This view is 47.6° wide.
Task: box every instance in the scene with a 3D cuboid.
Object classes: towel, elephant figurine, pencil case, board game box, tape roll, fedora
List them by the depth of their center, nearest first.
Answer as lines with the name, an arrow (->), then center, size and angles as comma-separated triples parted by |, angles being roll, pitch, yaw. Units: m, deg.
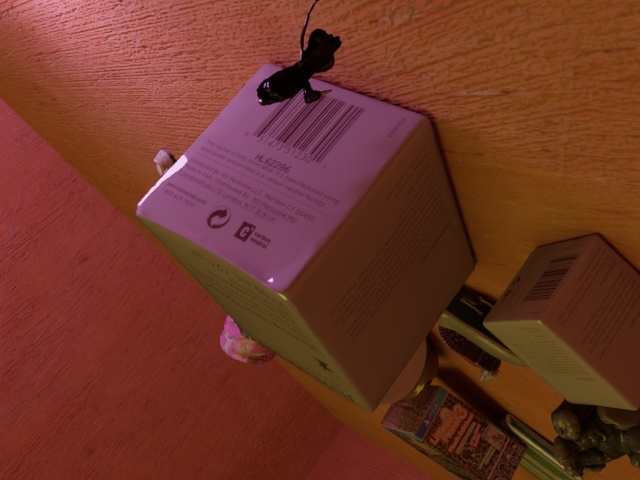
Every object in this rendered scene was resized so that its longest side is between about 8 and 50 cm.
elephant figurine -> 0.525, 0.321, 1.210 | 0.239, 0.186, 0.169 | -14, 167, 39
tape roll -> 0.107, 0.257, 1.728 | 0.246, 0.246, 0.169 | 45, 162, -20
pencil case -> -0.151, 0.117, 1.782 | 0.167, 0.160, 0.386 | 32, 126, 29
fedora -> 0.238, 0.308, 1.817 | 0.079, 0.194, 0.194 | 8, 178, -27
board game box -> 0.344, 0.512, 1.905 | 0.291, 0.141, 0.232 | 35, 164, -8
towel -> 0.565, 0.571, 1.954 | 0.248, 0.038, 0.325 | 35, 164, 15

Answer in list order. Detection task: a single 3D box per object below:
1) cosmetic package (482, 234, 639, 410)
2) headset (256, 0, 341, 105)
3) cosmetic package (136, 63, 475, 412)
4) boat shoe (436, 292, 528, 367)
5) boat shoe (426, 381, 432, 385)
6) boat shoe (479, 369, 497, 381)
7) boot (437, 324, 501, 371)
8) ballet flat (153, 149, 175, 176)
cosmetic package -> 0.359, 0.114, 0.994 | 0.183, 0.151, 0.151 | 43, 163, -7
headset -> -0.002, -0.299, 0.631 | 0.243, 0.185, 0.394 | 34, 151, 19
cosmetic package -> 0.000, 0.000, 1.156 | 0.329, 0.327, 0.394 | 26, 160, 36
boat shoe -> 0.291, 0.149, 1.358 | 0.254, 0.079, 0.095 | 30, 163, 36
boat shoe -> 0.233, 0.343, 2.002 | 0.183, 0.066, 0.066 | 38, 162, -13
boat shoe -> 0.383, 0.299, 1.642 | 0.035, 0.035, 0.100 | 7, 152, 9
boot -> 0.308, 0.229, 1.573 | 0.158, 0.059, 0.084 | 40, 168, -5
ballet flat -> -0.426, -0.193, 2.034 | 0.057, 0.052, 0.168 | 31, 162, 26
